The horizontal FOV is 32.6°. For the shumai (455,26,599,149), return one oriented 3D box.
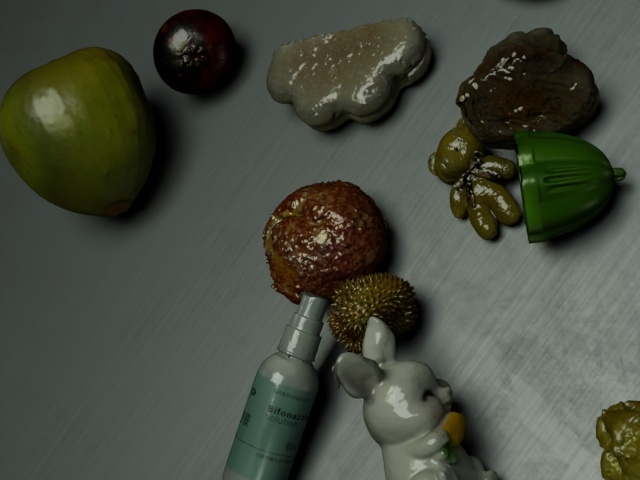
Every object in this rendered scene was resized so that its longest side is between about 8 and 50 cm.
[{"bbox_3d":[0.334,-0.250,1.837,0.218,0.184,0.185,-28,19,5],"label":"shumai"}]

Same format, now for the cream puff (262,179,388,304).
[{"bbox_3d":[-0.001,0.000,1.945,0.240,0.164,0.240,-12,68,34],"label":"cream puff"}]

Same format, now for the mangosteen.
[{"bbox_3d":[-0.266,-0.402,2.296,0.199,0.200,0.200,-13,63,29],"label":"mangosteen"}]

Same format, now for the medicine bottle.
[{"bbox_3d":[-0.064,0.261,1.869,0.110,0.110,0.352,19,91,38],"label":"medicine bottle"}]

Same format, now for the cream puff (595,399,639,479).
[{"bbox_3d":[0.448,0.289,1.542,0.156,0.121,0.156,-15,65,35],"label":"cream puff"}]

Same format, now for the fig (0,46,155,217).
[{"bbox_3d":[-0.490,-0.217,2.271,0.343,0.343,0.343,-13,63,29],"label":"fig"}]

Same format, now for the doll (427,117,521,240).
[{"bbox_3d":[0.257,-0.102,1.854,0.137,0.097,0.209,-46,58,27],"label":"doll"}]

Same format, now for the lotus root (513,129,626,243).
[{"bbox_3d":[0.397,-0.094,1.728,0.186,0.186,0.186,-13,63,29],"label":"lotus root"}]

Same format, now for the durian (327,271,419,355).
[{"bbox_3d":[0.085,0.120,1.839,0.158,0.168,0.137,-27,89,53],"label":"durian"}]

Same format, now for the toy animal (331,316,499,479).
[{"bbox_3d":[0.138,0.286,1.686,0.325,0.208,0.154,48,123,-3],"label":"toy animal"}]

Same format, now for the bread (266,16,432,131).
[{"bbox_3d":[0.049,-0.303,2.076,0.337,0.102,0.183,-8,69,29],"label":"bread"}]
